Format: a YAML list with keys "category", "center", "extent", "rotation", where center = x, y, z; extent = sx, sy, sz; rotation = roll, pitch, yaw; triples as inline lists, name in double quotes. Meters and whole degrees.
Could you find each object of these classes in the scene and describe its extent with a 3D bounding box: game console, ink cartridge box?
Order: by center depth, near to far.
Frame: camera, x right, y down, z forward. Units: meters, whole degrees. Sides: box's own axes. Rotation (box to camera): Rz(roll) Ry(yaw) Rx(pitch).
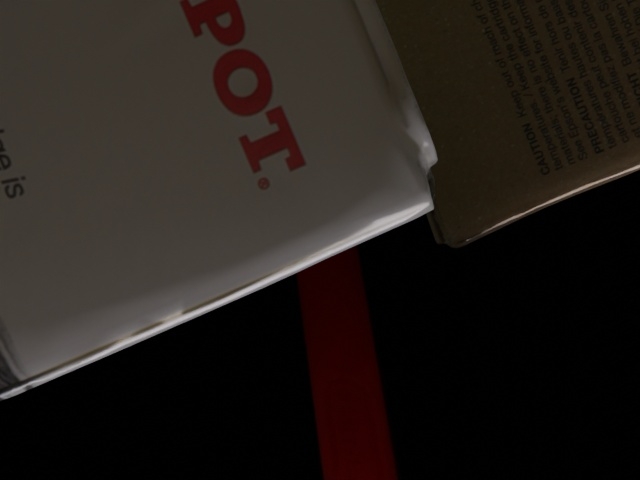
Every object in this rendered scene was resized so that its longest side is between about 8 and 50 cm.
- category: "ink cartridge box"
  center: [-0.135, -0.051, 0.380]
  extent: [0.289, 0.211, 0.121]
  rotation: [-22, -178, 7]
- category: "ink cartridge box"
  center: [0.094, -0.142, 0.522]
  extent: [0.193, 0.235, 0.088]
  rotation: [-22, -178, 14]
- category: "game console"
  center: [0.000, 0.000, 0.592]
  extent: [0.342, 0.387, 0.060]
  rotation: [7, 135, -16]
